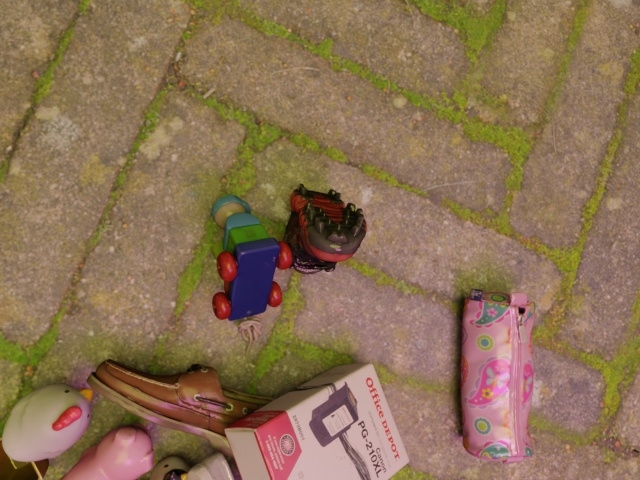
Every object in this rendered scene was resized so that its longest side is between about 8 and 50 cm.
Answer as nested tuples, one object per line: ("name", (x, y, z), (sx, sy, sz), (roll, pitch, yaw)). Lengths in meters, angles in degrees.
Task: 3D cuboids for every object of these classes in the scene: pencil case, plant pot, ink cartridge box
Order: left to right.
("plant pot", (-0.447, 0.319, 0.732), (0.081, 0.083, 0.081), (-26, 91, -11))
("ink cartridge box", (0.002, 0.309, 0.757), (0.237, 0.100, 0.171), (-17, 85, -41))
("pencil case", (0.308, 0.228, 0.867), (0.124, 0.124, 0.283), (4, 87, -11))

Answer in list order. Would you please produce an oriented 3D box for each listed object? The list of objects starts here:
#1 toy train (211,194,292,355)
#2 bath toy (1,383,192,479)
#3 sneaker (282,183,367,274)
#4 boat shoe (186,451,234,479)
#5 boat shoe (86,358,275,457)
("toy train", (-0.134, 0.059, 0.799), (0.105, 0.248, 0.143), (-10, 48, -27))
("bath toy", (-0.284, 0.335, 0.722), (0.348, 0.129, 0.151), (53, 36, -15))
("sneaker", (0.000, 0.000, 0.755), (0.098, 0.276, 0.135), (9, 102, -12))
("boat shoe", (-0.128, 0.396, 0.723), (0.063, 0.066, 0.184), (-26, 86, -47))
("boat shoe", (-0.196, 0.242, 0.782), (0.307, 0.111, 0.104), (30, 78, -18))
